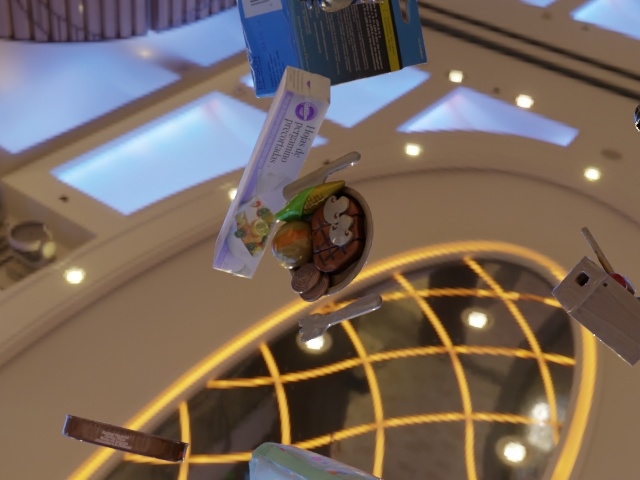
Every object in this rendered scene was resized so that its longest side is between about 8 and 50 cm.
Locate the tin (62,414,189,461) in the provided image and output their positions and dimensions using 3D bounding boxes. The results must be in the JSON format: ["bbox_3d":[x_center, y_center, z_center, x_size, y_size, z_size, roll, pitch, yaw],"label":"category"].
[{"bbox_3d":[-0.290,0.295,1.379,0.190,0.106,0.040,12,-108,8],"label":"tin"}]

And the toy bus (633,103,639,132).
[{"bbox_3d":[0.535,-0.144,1.222,0.212,0.220,0.149,-2,-117,10],"label":"toy bus"}]

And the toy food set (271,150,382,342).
[{"bbox_3d":[0.000,0.000,0.995,0.039,0.132,0.192,20,-127,-45],"label":"toy food set"}]

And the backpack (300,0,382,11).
[{"bbox_3d":[0.011,-0.330,0.930,0.152,0.115,0.182,-22,-102,-51],"label":"backpack"}]

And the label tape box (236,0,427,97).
[{"bbox_3d":[0.018,-0.368,1.465,0.106,0.240,0.334,-3,-167,40],"label":"label tape box"}]

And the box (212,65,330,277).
[{"bbox_3d":[-0.072,-0.084,1.272,0.063,0.324,0.067,16,-143,-14],"label":"box"}]

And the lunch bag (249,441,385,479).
[{"bbox_3d":[0.024,0.423,1.440,0.223,0.262,0.160,15,-119,42],"label":"lunch bag"}]

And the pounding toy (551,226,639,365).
[{"bbox_3d":[0.383,0.071,1.242,0.130,0.100,0.141,39,-170,-7],"label":"pounding toy"}]
